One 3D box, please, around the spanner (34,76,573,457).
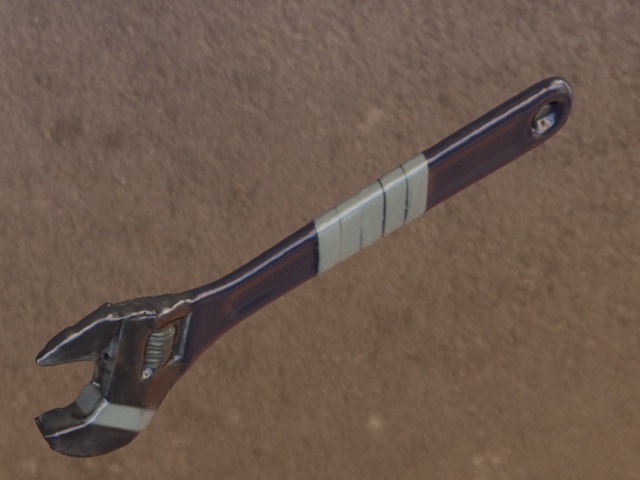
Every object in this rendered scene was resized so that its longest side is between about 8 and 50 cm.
[{"bbox_3d":[0.000,0.000,0.655,0.316,0.024,0.087,-32,143,-16],"label":"spanner"}]
